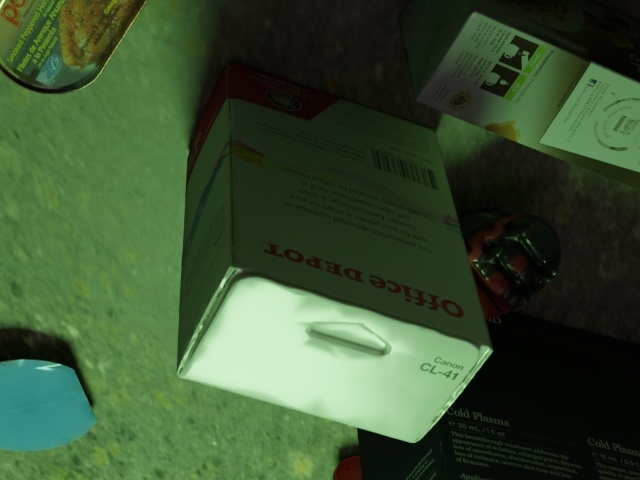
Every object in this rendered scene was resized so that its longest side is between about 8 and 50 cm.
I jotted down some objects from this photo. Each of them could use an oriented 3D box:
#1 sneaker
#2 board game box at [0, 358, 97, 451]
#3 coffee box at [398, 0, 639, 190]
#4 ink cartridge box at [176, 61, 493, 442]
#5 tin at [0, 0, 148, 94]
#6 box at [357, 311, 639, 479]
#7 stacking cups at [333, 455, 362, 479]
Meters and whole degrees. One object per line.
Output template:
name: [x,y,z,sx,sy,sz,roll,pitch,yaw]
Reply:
sneaker: [0.106,0.062,1.110,0.276,0.135,0.097,-39,117,-2]
board game box: [-0.336,0.180,1.274,0.133,0.033,0.168,-11,135,-1]
coffee box: [0.203,-0.149,0.957,0.246,0.141,0.098,19,127,-18]
ink cartridge box: [0.000,0.000,0.962,0.226,0.306,0.131,18,126,-17]
tin: [-0.215,-0.209,0.950,0.106,0.040,0.189,25,124,-27]
box: [0.232,0.250,1.184,0.343,0.312,0.179,16,128,-15]
stacking cups: [0.059,0.415,1.452,0.096,0.096,0.316,-4,131,0]
